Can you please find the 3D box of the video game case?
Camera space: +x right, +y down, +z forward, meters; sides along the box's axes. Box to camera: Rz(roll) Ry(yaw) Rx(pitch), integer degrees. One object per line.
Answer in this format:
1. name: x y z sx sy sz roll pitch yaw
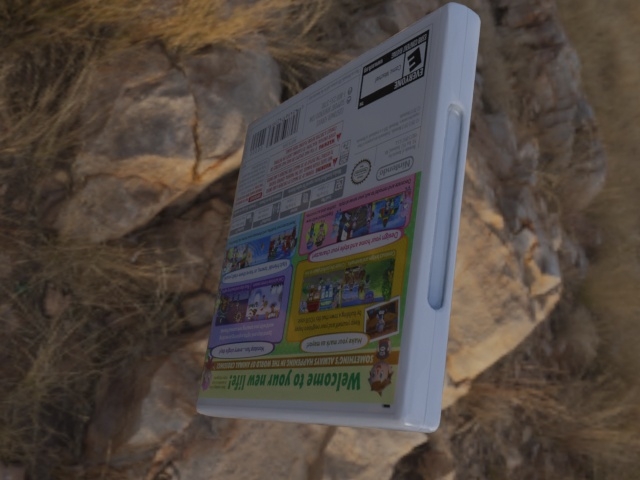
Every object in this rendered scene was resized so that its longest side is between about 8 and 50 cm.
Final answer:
1. video game case: 0.000 0.000 0.439 0.023 0.212 0.193 17 73 -29
